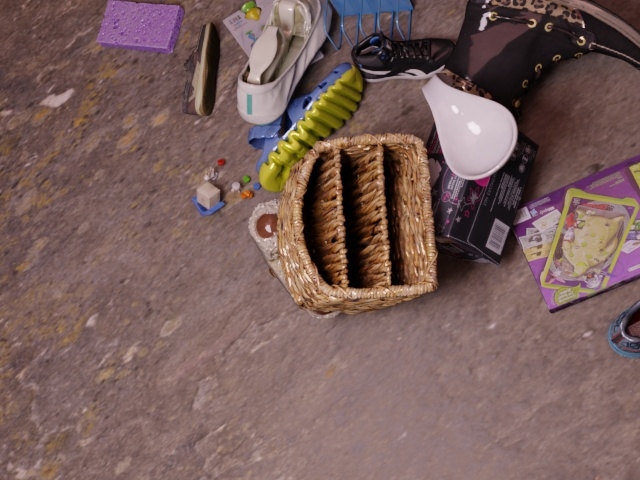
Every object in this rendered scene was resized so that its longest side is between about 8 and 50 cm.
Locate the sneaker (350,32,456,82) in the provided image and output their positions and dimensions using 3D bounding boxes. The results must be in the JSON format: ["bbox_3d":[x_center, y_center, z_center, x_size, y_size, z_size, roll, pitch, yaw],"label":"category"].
[{"bbox_3d":[0.170,-0.387,1.662,0.216,0.121,0.079,-10,74,17],"label":"sneaker"}]

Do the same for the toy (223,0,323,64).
[{"bbox_3d":[-0.105,-0.444,1.805,0.137,0.056,0.237,-32,66,-4],"label":"toy"}]

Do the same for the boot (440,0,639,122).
[{"bbox_3d":[0.419,-0.338,1.544,0.377,0.138,0.284,24,106,-9],"label":"boot"}]

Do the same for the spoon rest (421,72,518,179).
[{"bbox_3d":[0.247,-0.211,1.401,0.137,0.084,0.276,-47,41,19],"label":"spoon rest"}]

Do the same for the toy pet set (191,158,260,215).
[{"bbox_3d":[-0.214,-0.101,1.761,0.122,0.065,0.114,35,53,21],"label":"toy pet set"}]

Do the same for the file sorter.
[{"bbox_3d":[0.102,-0.477,1.714,0.170,0.118,0.105,1,77,19],"label":"file sorter"}]

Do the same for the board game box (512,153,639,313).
[{"bbox_3d":[0.543,-0.027,1.473,0.346,0.056,0.208,-23,65,12],"label":"board game box"}]

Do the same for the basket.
[{"bbox_3d":[0.056,-0.035,1.421,0.223,0.213,0.299,-28,59,58],"label":"basket"}]

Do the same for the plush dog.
[{"bbox_3d":[0.000,0.000,1.604,0.225,0.210,0.262,-37,94,-9],"label":"plush dog"}]

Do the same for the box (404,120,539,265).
[{"bbox_3d":[0.276,-0.099,1.504,0.142,0.163,0.247,11,78,52],"label":"box"}]

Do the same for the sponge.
[{"bbox_3d":[-0.441,-0.523,1.961,0.210,0.031,0.117,10,79,22],"label":"sponge"}]

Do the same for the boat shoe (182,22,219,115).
[{"bbox_3d":[-0.280,-0.394,1.843,0.073,0.080,0.224,1,80,14],"label":"boat shoe"}]

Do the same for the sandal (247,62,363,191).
[{"bbox_3d":[-0.044,-0.260,1.700,0.317,0.126,0.138,-45,61,4],"label":"sandal"}]

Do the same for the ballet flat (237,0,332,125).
[{"bbox_3d":[-0.073,-0.424,1.680,0.139,0.139,0.400,10,61,21],"label":"ballet flat"}]

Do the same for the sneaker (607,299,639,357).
[{"bbox_3d":[0.615,0.112,1.363,0.262,0.125,0.104,-37,67,6],"label":"sneaker"}]
